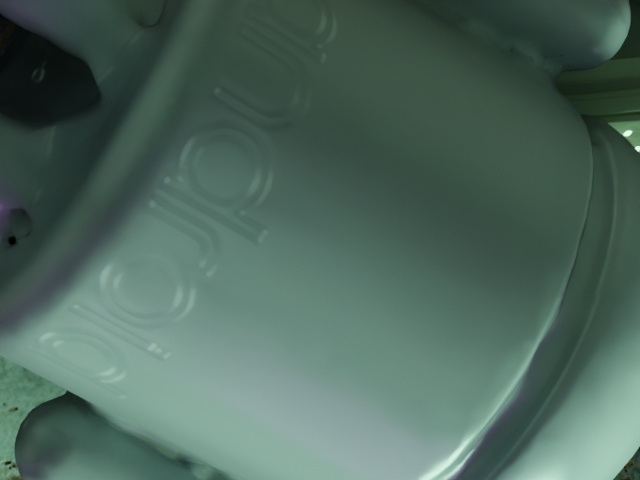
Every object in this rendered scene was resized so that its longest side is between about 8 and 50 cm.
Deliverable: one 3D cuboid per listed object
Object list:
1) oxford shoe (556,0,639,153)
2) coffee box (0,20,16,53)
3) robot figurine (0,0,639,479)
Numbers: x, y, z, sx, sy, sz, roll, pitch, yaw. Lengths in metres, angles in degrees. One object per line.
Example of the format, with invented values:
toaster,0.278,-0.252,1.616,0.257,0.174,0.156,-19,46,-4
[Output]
oxford shoe,0.170,-0.077,0.881,0.449,0.130,0.169,6,156,22
coffee box,-0.112,-0.056,1.133,0.141,0.098,0.246,23,-178,3
robot figurine,0.000,0.000,0.747,0.353,0.300,0.200,29,-171,-20
